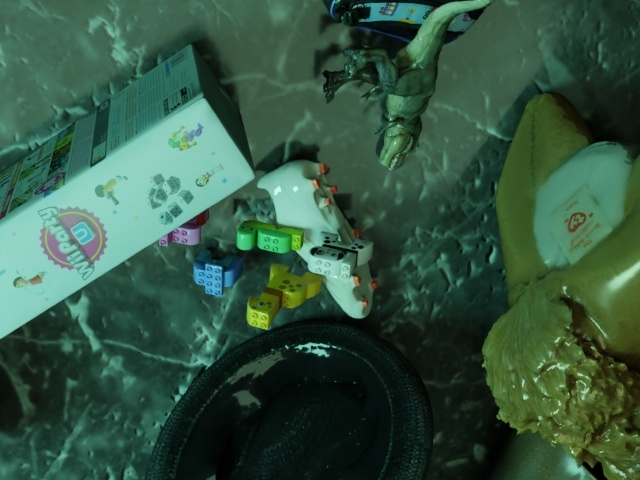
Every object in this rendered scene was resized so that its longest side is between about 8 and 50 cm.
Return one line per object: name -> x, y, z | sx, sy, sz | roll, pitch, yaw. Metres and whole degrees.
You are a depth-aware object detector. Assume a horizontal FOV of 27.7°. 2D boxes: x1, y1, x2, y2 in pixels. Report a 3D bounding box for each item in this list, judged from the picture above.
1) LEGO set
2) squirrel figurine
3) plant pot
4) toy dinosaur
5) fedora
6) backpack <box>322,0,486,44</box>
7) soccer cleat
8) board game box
LEGO set -> -0.070, 0.034, 1.335 | 0.227, 0.093, 0.087 | 12, 124, 14
squirrel figurine -> 0.367, 0.085, 1.337 | 0.370, 0.281, 0.397 | 28, 79, -33
plant pot -> 0.262, 0.300, 1.447 | 0.215, 0.215, 0.230 | 30, 118, -14
toy dinosaur -> 0.071, -0.163, 1.276 | 0.118, 0.064, 0.268 | 0, 152, -14
fedora -> -0.020, 0.257, 1.388 | 0.334, 0.334, 0.152 | -25, 143, 2
backpack -> 0.091, -0.276, 1.270 | 0.173, 0.117, 0.158 | 11, 123, -37
soccer cleat -> 0.000, 0.000, 1.386 | 0.076, 0.068, 0.196 | -11, 118, 28
board game box -> -0.219, -0.050, 1.259 | 0.303, 0.224, 0.097 | -32, 110, 5
